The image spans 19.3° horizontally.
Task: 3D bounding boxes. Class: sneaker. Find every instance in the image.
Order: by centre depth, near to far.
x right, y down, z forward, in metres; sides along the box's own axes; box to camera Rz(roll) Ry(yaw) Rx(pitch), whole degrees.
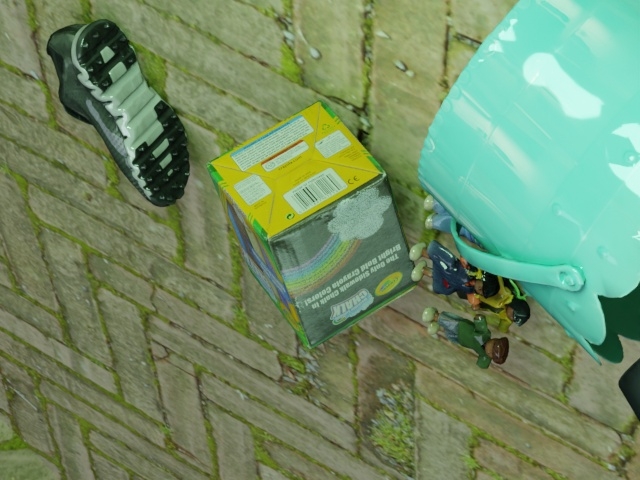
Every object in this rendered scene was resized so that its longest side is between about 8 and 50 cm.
[{"bbox_3d":[-0.215,-0.137,1.976,0.106,0.078,0.234,15,142,45],"label":"sneaker"}]

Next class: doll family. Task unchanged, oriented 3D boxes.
[{"bbox_3d":[0.150,0.036,1.775,0.111,0.076,0.193,25,148,37],"label":"doll family"}]

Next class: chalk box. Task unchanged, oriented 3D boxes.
[{"bbox_3d":[0.000,0.000,1.803,0.132,0.132,0.213,51,166,41],"label":"chalk box"}]

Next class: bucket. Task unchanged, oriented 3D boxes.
[{"bbox_3d":[0.212,-0.068,1.297,0.183,0.281,0.281,42,156,18],"label":"bucket"}]

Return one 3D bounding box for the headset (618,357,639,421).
[{"bbox_3d":[0.384,0.043,1.286,0.394,0.243,0.185,-45,69,41],"label":"headset"}]
